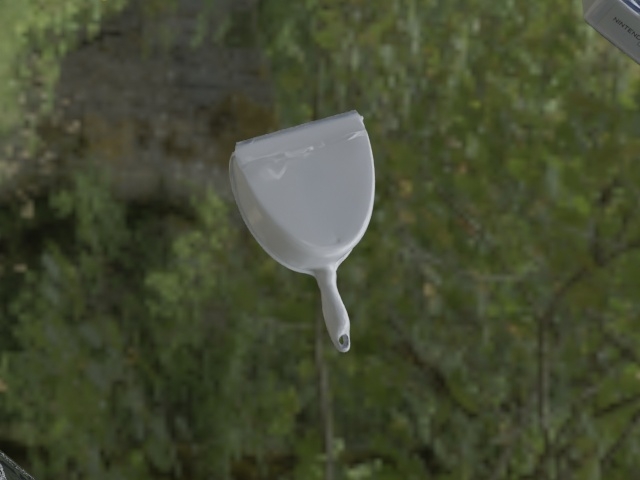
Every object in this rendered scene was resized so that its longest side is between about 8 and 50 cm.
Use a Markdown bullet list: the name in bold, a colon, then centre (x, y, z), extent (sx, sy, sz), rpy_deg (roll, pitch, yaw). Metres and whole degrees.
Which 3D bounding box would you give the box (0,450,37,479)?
- **box**: centre (-0.173, 0.207, 0.928), extent (0.180, 0.078, 0.147), rpy_deg (66, 5, 34)

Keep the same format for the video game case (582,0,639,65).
- **video game case**: centre (0.343, -0.165, 1.491), extent (0.036, 0.300, 0.329), rpy_deg (-49, -167, 25)

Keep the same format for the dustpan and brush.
- **dustpan and brush**: centre (0.000, 0.000, 1.616), extent (0.060, 0.147, 0.211), rpy_deg (-23, -95, 61)
